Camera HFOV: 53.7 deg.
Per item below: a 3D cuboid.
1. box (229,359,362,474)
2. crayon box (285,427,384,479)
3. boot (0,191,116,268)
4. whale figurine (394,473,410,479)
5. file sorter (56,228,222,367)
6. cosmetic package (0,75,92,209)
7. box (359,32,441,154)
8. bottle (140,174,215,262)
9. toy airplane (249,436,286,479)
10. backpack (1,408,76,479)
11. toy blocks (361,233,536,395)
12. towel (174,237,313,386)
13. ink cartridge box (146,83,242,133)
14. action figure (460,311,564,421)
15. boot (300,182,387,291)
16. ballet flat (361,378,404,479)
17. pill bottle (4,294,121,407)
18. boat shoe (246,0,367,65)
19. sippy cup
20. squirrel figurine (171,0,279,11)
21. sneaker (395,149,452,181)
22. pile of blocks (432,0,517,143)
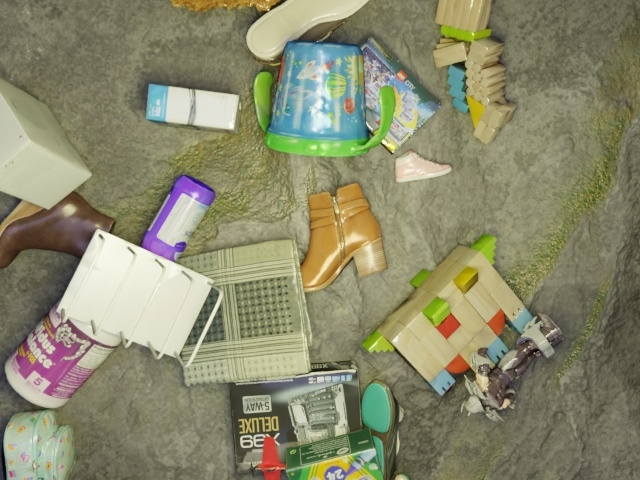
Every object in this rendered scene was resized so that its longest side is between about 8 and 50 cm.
[{"bbox_3d":[-0.057,0.424,1.523,0.308,0.076,0.242,-3,97,-2],"label":"box"},{"bbox_3d":[0.057,0.607,1.461,0.203,0.083,0.322,-15,111,1],"label":"crayon box"},{"bbox_3d":[-0.617,0.001,1.454,0.207,0.090,0.248,33,90,-3],"label":"boot"},{"bbox_3d":[0.273,0.683,1.545,0.272,0.141,0.216,46,125,15],"label":"whale figurine"},{"bbox_3d":[-0.369,0.125,1.311,0.278,0.173,0.192,27,85,-23],"label":"file sorter"},{"bbox_3d":[-0.643,-0.211,1.336,0.138,0.225,0.224,-38,74,3],"label":"cosmetic package"},{"bbox_3d":[0.143,-0.338,1.472,0.233,0.044,0.159,45,93,-5],"label":"box"},{"bbox_3d":[-0.347,-0.012,1.449,0.092,0.118,0.282,31,93,2],"label":"bottle"},{"bbox_3d":[-0.090,0.531,1.481,0.151,0.028,0.151,-1,104,-3],"label":"toy airplane"},{"bbox_3d":[-0.653,0.487,1.463,0.145,0.166,0.188,-10,99,-2],"label":"backpack"},{"bbox_3d":[0.324,0.207,1.481,0.381,0.191,0.261,-44,109,-7],"label":"toy blocks"},{"bbox_3d":[-0.179,0.168,1.449,0.325,0.056,0.311,-9,82,18],"label":"towel"},{"bbox_3d":[-0.277,-0.291,1.413,0.191,0.139,0.082,8,94,-3],"label":"ink cartridge box"},{"bbox_3d":[0.422,0.291,1.424,0.285,0.099,0.185,-42,130,-5],"label":"action figure"},{"bbox_3d":[0.000,0.000,1.474,0.284,0.109,0.220,-18,88,11],"label":"boot"},{"bbox_3d":[0.151,0.453,1.530,0.095,0.096,0.280,15,109,38],"label":"ballet flat"},{"bbox_3d":[-0.555,0.218,1.439,0.169,0.169,0.301,41,93,-5],"label":"pill bottle"},{"bbox_3d":[-0.016,-0.504,1.425,0.325,0.097,0.116,-33,85,0],"label":"boat shoe"},{"bbox_3d":[0.000,-0.309,1.353,0.306,0.240,0.223,4,108,0],"label":"sippy cup"},{"bbox_3d":[-0.228,-0.653,1.280,0.371,0.281,0.396,-10,126,-31],"label":"squirrel figurine"},{"bbox_3d":[0.239,-0.181,1.488,0.135,0.051,0.070,-9,101,3],"label":"sneaker"},{"bbox_3d":[0.359,-0.409,1.458,0.113,0.149,0.361,-27,110,-42],"label":"pile of blocks"}]
